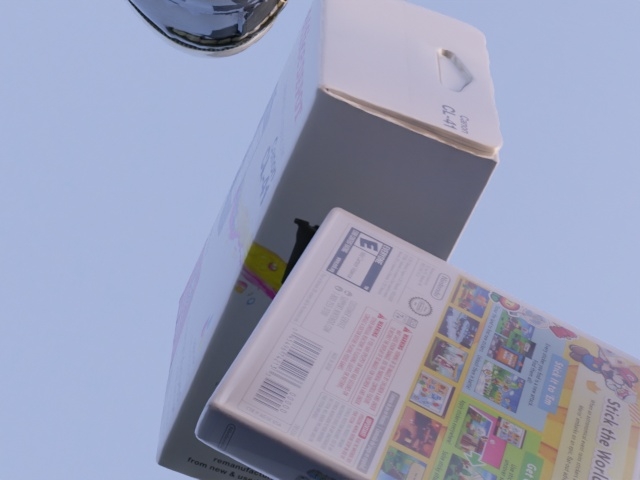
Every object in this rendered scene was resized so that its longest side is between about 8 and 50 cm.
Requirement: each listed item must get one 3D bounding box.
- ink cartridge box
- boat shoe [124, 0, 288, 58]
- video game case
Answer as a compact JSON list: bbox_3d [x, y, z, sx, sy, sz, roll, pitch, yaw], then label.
[{"bbox_3d":[0.000,0.000,1.101,0.131,0.226,0.306,19,-63,-9],"label":"ink cartridge box"},{"bbox_3d":[-0.134,-0.226,0.786,0.116,0.099,0.319,-44,-87,-6],"label":"boat shoe"},{"bbox_3d":[0.066,0.081,0.795,0.206,0.227,0.026,27,-61,3],"label":"video game case"}]
